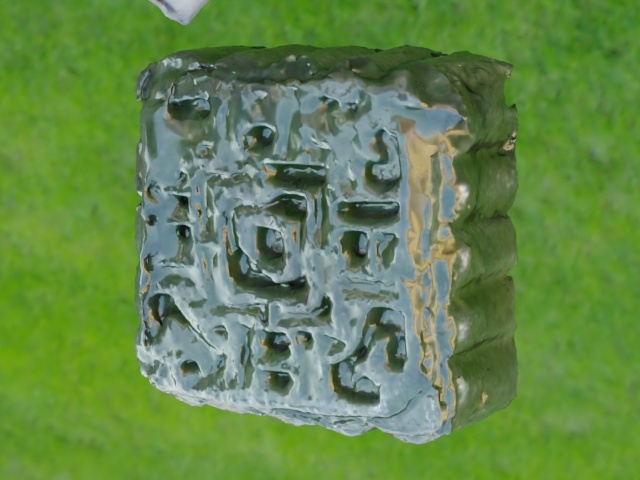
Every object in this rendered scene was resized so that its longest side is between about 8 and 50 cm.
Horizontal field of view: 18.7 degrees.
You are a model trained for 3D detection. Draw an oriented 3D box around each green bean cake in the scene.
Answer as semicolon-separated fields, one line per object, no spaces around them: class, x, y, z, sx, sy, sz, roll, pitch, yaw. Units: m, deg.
green bean cake;0.000;0.000;0.901;0.173;0.094;0.181;7;101;27

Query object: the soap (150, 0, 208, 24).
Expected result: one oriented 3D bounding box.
soap;-0.118;-0.175;0.846;0.183;0.063;0.121;33;-175;-46
